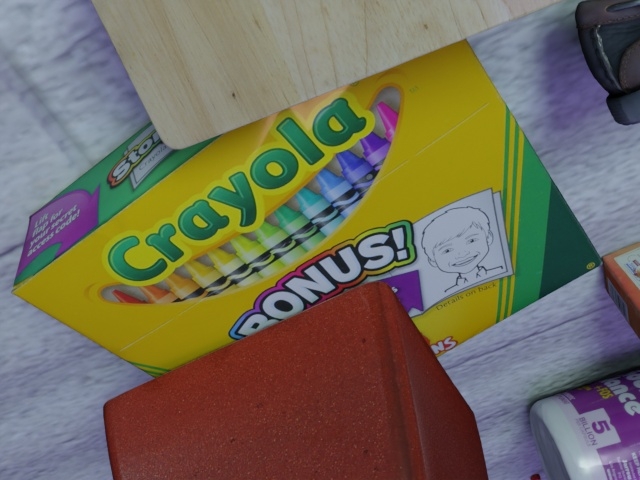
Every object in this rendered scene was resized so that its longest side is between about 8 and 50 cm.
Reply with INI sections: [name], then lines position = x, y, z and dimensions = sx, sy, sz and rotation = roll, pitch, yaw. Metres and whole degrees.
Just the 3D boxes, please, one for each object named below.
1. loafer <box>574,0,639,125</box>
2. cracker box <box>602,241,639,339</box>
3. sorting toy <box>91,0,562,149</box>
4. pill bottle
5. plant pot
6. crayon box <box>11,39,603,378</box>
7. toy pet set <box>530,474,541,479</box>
[loafer]
position = 0.306, -0.183, 0.420
dimensions = 0.302, 0.109, 0.095
rotation = -30, 95, 26
[cracker box]
position = 0.428, 0.044, 0.687
dimensions = 0.232, 0.156, 0.067
rotation = -23, 133, 7
[sorting toy]
position = -0.011, -0.212, 0.341
dimensions = 0.255, 0.089, 0.257
rotation = -17, 109, 20
[pill bottle]
position = 0.432, 0.238, 0.855
dimensions = 0.301, 0.169, 0.169
rotation = -17, 133, 1
[plant pot]
position = 0.007, 0.239, 0.561
dimensions = 0.267, 0.236, 0.267
rotation = -26, 134, 11
[crayon box]
position = 0.000, 0.000, 0.575
dimensions = 0.362, 0.106, 0.313
rotation = -34, 131, 17
[toy pet set]
position = 0.399, 0.361, 1.026
dimensions = 0.122, 0.065, 0.114
rotation = 17, 125, -27
